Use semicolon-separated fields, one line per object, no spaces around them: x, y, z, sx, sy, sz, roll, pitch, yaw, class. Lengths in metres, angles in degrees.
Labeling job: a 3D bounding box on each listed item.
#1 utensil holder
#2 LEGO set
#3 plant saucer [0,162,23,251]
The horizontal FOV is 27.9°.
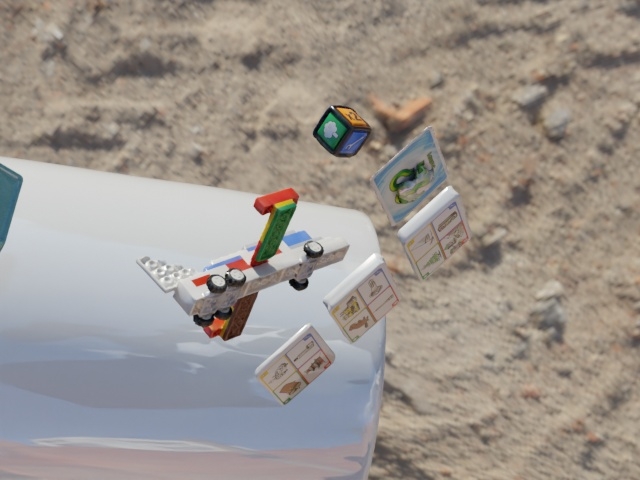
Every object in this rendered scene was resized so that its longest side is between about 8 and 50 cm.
-0.166;0.097;1.111;0.385;0.327;0.328;6;72;-12;utensil holder
0.000;0.000;0.803;0.182;0.244;0.060;-42;65;-4;LEGO set
-0.274;-0.056;0.845;0.018;0.192;0.067;-10;60;38;plant saucer
